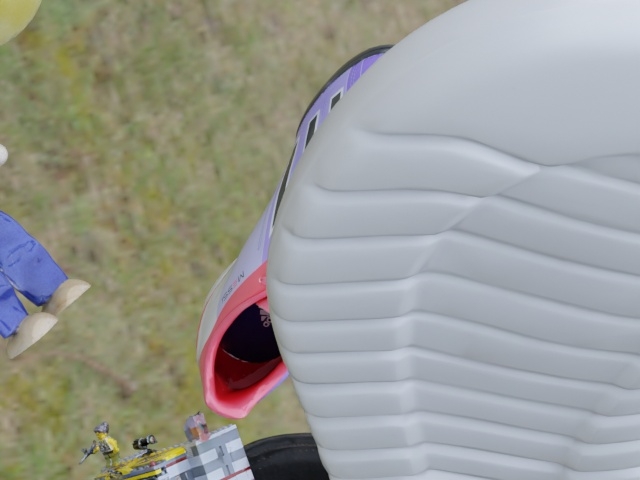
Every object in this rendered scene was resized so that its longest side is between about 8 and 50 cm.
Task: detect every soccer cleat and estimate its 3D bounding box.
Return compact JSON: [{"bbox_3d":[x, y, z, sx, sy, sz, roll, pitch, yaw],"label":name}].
[{"bbox_3d":[0.000,0.000,1.345,0.109,0.318,0.116,27,31,-11],"label":"soccer cleat"}]

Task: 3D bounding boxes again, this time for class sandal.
[{"bbox_3d":[0.064,0.017,0.659,0.416,0.169,0.102,96,-4,-59],"label":"sandal"}]

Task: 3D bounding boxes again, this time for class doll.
[{"bbox_3d":[-0.219,-0.024,1.075,0.189,0.046,0.129,50,40,-9],"label":"doll"}]

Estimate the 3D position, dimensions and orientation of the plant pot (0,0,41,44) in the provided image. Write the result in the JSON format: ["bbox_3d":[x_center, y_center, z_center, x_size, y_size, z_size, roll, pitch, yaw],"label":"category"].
[{"bbox_3d":[-0.293,-0.230,1.472,0.095,0.134,0.134,112,-23,-76],"label":"plant pot"}]

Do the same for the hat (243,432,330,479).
[{"bbox_3d":[0.017,0.306,1.738,0.134,0.331,0.331,-56,127,-70],"label":"hat"}]

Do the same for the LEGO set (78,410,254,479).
[{"bbox_3d":[-0.183,0.240,1.273,0.255,0.331,0.192,-18,88,-46],"label":"LEGO set"}]
